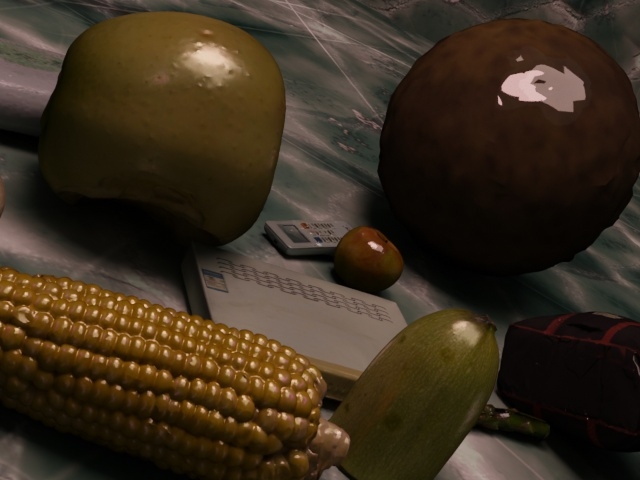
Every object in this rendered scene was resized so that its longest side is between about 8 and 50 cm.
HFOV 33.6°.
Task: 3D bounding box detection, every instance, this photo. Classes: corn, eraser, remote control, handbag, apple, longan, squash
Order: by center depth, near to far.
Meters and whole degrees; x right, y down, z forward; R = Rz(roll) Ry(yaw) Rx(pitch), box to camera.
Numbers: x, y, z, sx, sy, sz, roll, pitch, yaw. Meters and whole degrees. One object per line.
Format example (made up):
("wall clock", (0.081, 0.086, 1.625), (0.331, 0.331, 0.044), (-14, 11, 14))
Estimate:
("corn", (-0.139, 0.110, 0.845), (0.347, 0.130, 0.130), (22, 23, -11))
("squash", (0.100, 0.144, 0.997), (0.123, 0.187, 0.123), (32, 19, -13))
("apple", (-0.164, -0.124, 1.146), (0.279, 0.279, 0.279), (25, 22, -11))
("handbag", (0.343, 0.166, 1.250), (0.169, 0.155, 0.215), (17, -3, -39))
("eraser", (-0.343, -0.181, 1.284), (0.227, 0.081, 0.174), (9, 29, -40))
("apple", (0.062, 0.025, 1.341), (0.089, 0.074, 0.089), (27, 21, -11))
("remote control", (0.000, 0.000, 1.382), (0.162, 0.029, 0.061), (0, 34, -43))
("longan", (0.272, -0.127, 1.546), (0.391, 0.391, 0.391), (25, 22, -11))

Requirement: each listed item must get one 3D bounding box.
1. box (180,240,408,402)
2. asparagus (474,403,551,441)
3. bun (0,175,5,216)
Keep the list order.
("box", (-0.013, 0.097, 1.134), (0.270, 0.045, 0.211), (17, 24, -26))
("asparagus", (0.188, 0.197, 1.183), (0.165, 0.030, 0.036), (16, 39, -30))
("bun", (-0.359, -0.031, 0.891), (0.173, 0.167, 0.113), (35, -21, -4))
